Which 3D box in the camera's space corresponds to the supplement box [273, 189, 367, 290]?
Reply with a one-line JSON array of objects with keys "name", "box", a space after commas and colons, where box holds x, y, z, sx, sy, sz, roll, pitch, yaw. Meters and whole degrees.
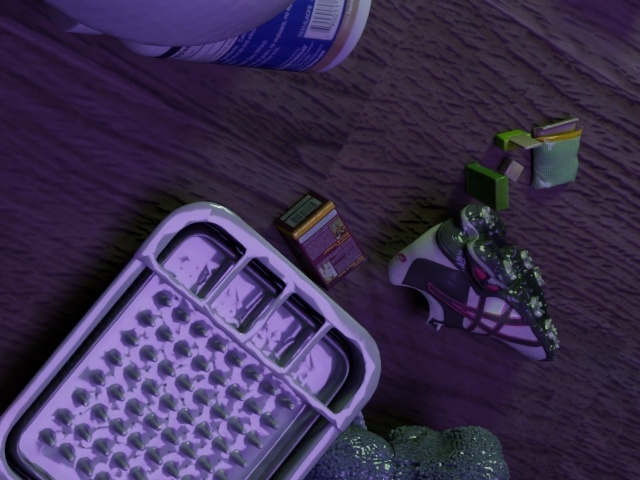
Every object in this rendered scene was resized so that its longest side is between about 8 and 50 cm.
[{"name": "supplement box", "box": [0.000, 0.000, 1.758, 0.055, 0.043, 0.083, -40, 124, -13]}]

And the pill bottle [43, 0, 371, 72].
[{"name": "pill bottle", "box": [-0.100, -0.232, 1.532, 0.265, 0.153, 0.153, 3, 107, -33]}]

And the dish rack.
[{"name": "dish rack", "box": [-0.134, 0.153, 1.687, 0.285, 0.072, 0.333, 42, 82, -24]}]

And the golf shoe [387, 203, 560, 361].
[{"name": "golf shoe", "box": [0.171, 0.056, 1.873, 0.120, 0.105, 0.273, -22, 141, 18]}]

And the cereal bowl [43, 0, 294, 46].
[{"name": "cereal bowl", "box": [-0.113, -0.332, 1.385, 0.339, 0.141, 0.339, 7, 72, -22]}]

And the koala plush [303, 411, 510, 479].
[{"name": "koala plush", "box": [0.061, 0.251, 1.812, 0.221, 0.203, 0.196, 20, 56, -12]}]

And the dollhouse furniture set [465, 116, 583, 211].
[{"name": "dollhouse furniture set", "box": [0.231, -0.078, 1.867, 0.152, 0.058, 0.076, -15, 117, -27]}]
